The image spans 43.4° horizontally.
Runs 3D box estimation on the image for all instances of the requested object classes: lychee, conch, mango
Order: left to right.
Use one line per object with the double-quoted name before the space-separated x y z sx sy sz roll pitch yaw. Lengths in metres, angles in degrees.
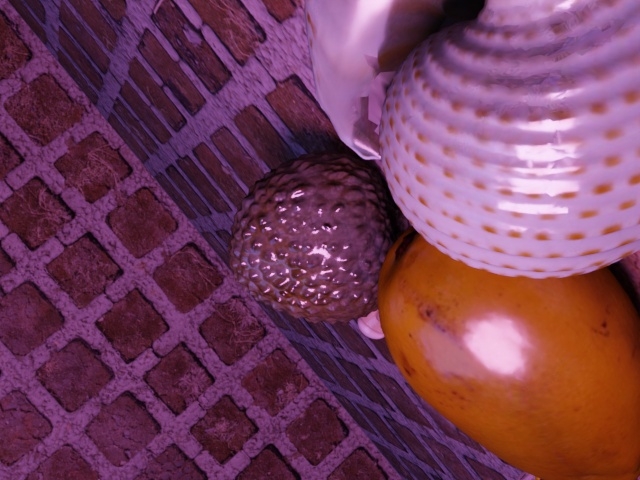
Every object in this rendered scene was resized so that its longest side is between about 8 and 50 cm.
"lychee" 0.000 0.000 1.177 0.255 0.274 0.255 159 90 -86
"mango" 0.234 0.135 0.909 0.300 0.232 0.446 21 158 52
"conch" 0.135 -0.149 0.489 0.303 0.215 0.319 53 134 34

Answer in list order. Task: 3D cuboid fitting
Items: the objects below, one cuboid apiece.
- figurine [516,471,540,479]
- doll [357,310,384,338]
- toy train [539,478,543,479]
"figurine" 0.447 0.509 1.524 0.178 0.109 0.129 42 -170 24
"doll" 0.163 0.140 1.296 0.278 0.119 0.154 41 -153 24
"toy train" 0.451 0.455 1.350 0.228 0.091 0.136 50 155 -6
